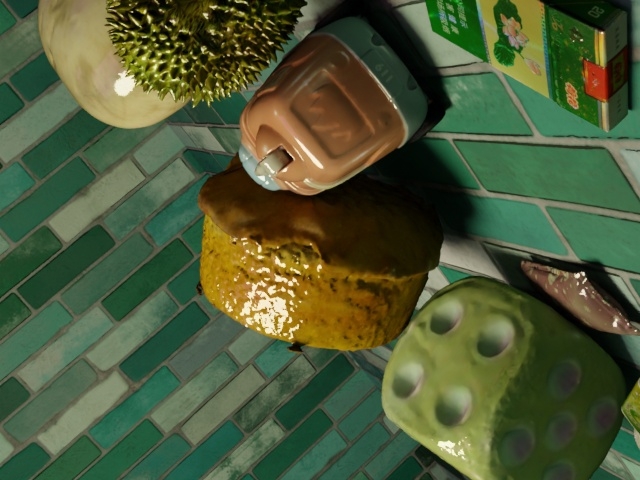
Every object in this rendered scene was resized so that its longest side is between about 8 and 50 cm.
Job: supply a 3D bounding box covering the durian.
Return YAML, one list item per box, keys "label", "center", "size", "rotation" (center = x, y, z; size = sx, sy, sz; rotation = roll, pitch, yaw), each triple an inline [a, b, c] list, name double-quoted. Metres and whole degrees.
- label: "durian"
  center: [-0.147, -0.322, 1.188]
  size: [0.291, 0.291, 0.224]
  rotation: [47, 157, 8]

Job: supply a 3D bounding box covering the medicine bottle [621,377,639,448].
- label: "medicine bottle"
  center: [0.445, 0.216, 1.125]
  size: [0.132, 0.088, 0.188]
  rotation: [43, 167, 23]

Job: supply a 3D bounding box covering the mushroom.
- label: "mushroom"
  center: [-0.292, -0.337, 1.466]
  size: [0.353, 0.325, 0.353]
  rotation: [27, 154, 14]

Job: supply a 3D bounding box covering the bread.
- label: "bread"
  center: [0.000, 0.000, 1.404]
  size: [0.398, 0.215, 0.398]
  rotation: [14, -162, -5]

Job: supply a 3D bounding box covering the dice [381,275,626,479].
- label: "dice"
  center: [0.258, 0.219, 1.315]
  size: [0.254, 0.249, 0.252]
  rotation: [40, 174, -33]

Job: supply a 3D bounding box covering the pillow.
- label: "pillow"
  center: [0.332, 0.077, 1.203]
  size: [0.118, 0.043, 0.185]
  rotation: [47, 170, -10]

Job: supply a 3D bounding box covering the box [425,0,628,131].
- label: "box"
  center: [0.183, -0.203, 0.857]
  size: [0.235, 0.034, 0.132]
  rotation: [40, 166, 34]

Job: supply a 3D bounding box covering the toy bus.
- label: "toy bus"
  center: [0.005, -0.159, 1.195]
  size: [0.194, 0.232, 0.288]
  rotation: [48, 167, -10]
